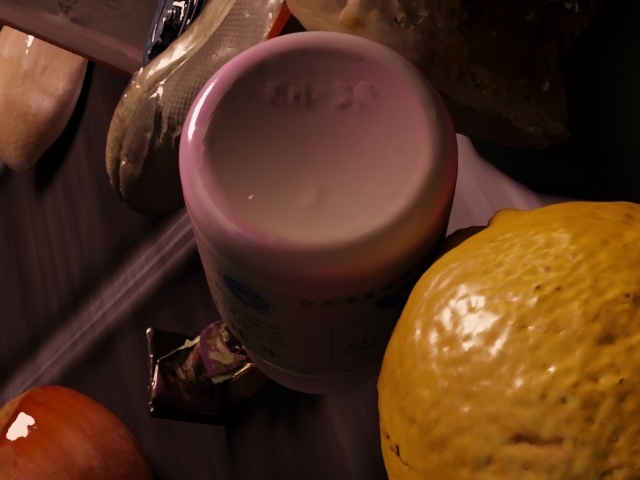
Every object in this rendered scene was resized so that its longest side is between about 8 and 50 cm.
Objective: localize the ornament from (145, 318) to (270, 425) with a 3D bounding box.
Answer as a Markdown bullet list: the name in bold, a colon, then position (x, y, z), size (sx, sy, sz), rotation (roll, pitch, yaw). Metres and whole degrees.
- **ornament**: position (-0.063, 0.085, 0.864), size (0.203, 0.081, 0.088), rotation (-29, 58, 46)

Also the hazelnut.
- **hazelnut**: position (-0.249, 0.249, 1.000), size (0.214, 0.176, 0.214), rotation (14, 113, 35)

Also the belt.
- **belt**: position (-0.107, -0.210, 1.009), size (0.190, 0.082, 0.141), rotation (-64, 32, 16)

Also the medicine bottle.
- **medicine bottle**: position (0.000, 0.000, 0.656), size (0.254, 0.152, 0.152), rotation (90, 173, -65)

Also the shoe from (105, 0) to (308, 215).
- **shoe**: position (-0.048, -0.115, 0.881), size (0.336, 0.132, 0.171), rotation (-52, 52, 27)

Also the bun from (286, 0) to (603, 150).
- **bun**: position (0.073, -0.206, 0.656), size (0.281, 0.204, 0.282), rotation (-24, 60, 50)

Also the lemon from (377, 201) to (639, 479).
- **lemon**: position (0.131, 0.087, 0.501), size (0.204, 0.204, 0.260), rotation (-59, 44, 25)

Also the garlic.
- **garlic**: position (-0.349, -0.246, 1.352), size (0.143, 0.112, 0.318), rotation (1, 70, 57)

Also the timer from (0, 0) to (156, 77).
- **timer**: position (-0.228, -0.325, 1.063), size (0.257, 0.250, 0.161), rotation (-58, 40, 26)
